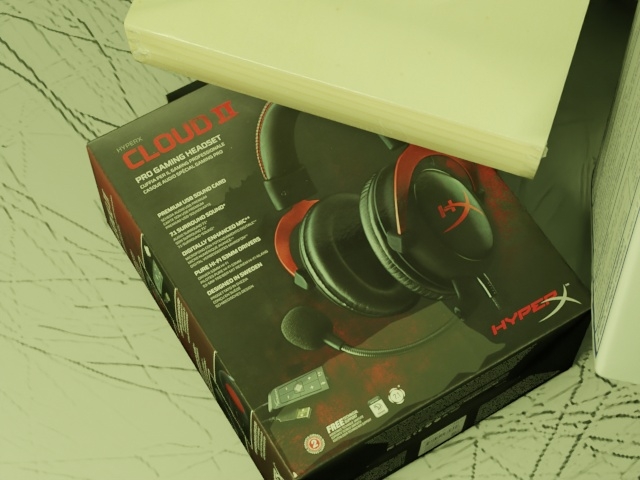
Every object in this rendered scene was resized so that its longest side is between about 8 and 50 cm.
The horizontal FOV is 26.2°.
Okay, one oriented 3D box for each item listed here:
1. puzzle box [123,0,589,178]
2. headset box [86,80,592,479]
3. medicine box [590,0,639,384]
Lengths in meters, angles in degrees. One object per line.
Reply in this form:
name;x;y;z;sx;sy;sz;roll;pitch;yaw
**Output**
puzzle box;0.070;-0.262;0.914;0.272;0.052;0.408;17;69;7
headset box;0.000;0.000;0.892;0.218;0.110;0.293;-27;66;-14
medicine box;0.257;-0.087;0.791;0.149;0.263;0.289;12;27;5
